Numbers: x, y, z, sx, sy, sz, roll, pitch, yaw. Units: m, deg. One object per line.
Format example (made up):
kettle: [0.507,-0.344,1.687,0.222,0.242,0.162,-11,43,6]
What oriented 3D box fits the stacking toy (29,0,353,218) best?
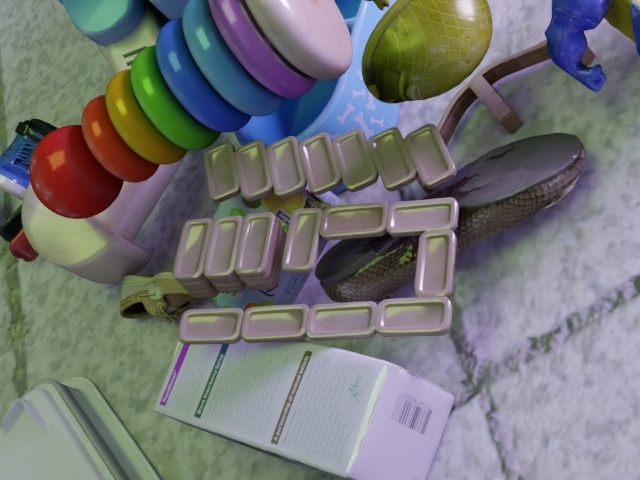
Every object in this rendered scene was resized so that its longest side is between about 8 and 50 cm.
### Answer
stacking toy: [-0.138,-0.130,1.083,0.330,0.141,0.141,-31,49,22]

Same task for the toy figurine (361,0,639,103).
toy figurine: [0.218,-0.209,0.891,0.362,0.191,0.217,-42,60,-9]

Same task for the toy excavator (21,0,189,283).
toy excavator: [-0.183,-0.237,1.259,0.433,0.222,0.445,-34,64,9]

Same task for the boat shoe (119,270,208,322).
boat shoe: [-0.152,0.059,1.173,0.135,0.050,0.045,-7,65,50]

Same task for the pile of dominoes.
pile of dominoes: [0.000,0.000,0.987,0.251,0.040,0.196,-4,59,23]

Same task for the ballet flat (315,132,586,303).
ballet flat: [0.110,-0.010,0.979,0.249,0.058,0.084,-30,24,19]

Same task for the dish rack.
dish rack: [-0.275,0.300,1.126,0.286,0.072,0.333,-54,42,5]

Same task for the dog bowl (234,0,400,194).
dog bowl: [0.007,-0.187,1.152,0.165,0.074,0.297,1,68,42]

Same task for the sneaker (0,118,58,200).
sneaker: [-0.335,-0.099,1.357,0.085,0.058,0.152,-57,11,5]

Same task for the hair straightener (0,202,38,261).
hair straightener: [-0.294,-0.087,1.380,0.230,0.047,0.089,-53,44,4]

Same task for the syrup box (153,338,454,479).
syrup box: [-0.020,0.133,0.975,0.236,0.093,0.096,10,75,44]

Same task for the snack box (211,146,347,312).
snack box: [-0.051,0.000,1.072,0.100,0.037,0.141,38,111,25]

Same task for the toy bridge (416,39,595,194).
toy bridge: [0.149,-0.119,1.020,0.188,0.026,0.063,-43,45,13]
